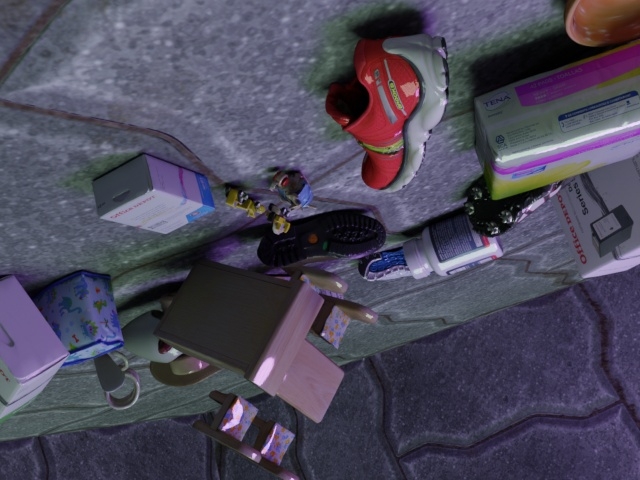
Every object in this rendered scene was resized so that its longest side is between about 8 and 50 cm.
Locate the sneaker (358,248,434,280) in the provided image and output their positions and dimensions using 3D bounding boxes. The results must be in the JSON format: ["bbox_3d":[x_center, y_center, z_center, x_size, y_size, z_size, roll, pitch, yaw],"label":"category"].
[{"bbox_3d":[0.174,0.052,1.519,0.190,0.071,0.083,-6,169,-2],"label":"sneaker"}]

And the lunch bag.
[{"bbox_3d":[-0.415,0.137,1.142,0.151,0.129,0.096,-22,162,15],"label":"lunch bag"}]

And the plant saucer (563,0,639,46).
[{"bbox_3d":[0.338,-0.268,0.686,0.199,0.037,0.200,-14,162,-5],"label":"plant saucer"}]

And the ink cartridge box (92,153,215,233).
[{"bbox_3d":[-0.205,-0.055,0.852,0.088,0.052,0.122,-23,163,22],"label":"ink cartridge box"}]

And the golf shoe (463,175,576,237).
[{"bbox_3d":[0.351,-0.086,1.169,0.120,0.105,0.273,-15,165,-29],"label":"golf shoe"}]

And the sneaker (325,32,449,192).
[{"bbox_3d":[0.063,-0.144,0.780,0.118,0.107,0.279,4,158,-2],"label":"sneaker"}]

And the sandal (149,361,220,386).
[{"bbox_3d":[-0.226,0.235,1.410,0.240,0.088,0.079,-21,173,16],"label":"sandal"}]

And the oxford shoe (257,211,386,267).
[{"bbox_3d":[0.000,0.000,1.187,0.227,0.083,0.096,-6,174,-13],"label":"oxford shoe"}]

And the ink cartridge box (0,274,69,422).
[{"bbox_3d":[-0.501,0.177,1.081,0.092,0.160,0.219,-33,175,-46],"label":"ink cartridge box"}]

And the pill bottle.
[{"bbox_3d":[0.261,0.010,1.374,0.180,0.108,0.108,-21,162,18],"label":"pill bottle"}]

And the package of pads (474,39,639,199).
[{"bbox_3d":[0.322,-0.148,0.894,0.229,0.101,0.296,-18,172,10],"label":"package of pads"}]

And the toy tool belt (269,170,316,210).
[{"bbox_3d":[-0.032,-0.067,0.957,0.052,0.051,0.083,-54,163,-3],"label":"toy tool belt"}]

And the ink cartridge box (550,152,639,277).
[{"bbox_3d":[0.545,-0.072,1.210,0.114,0.198,0.273,-9,161,-20],"label":"ink cartridge box"}]

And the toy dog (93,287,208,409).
[{"bbox_3d":[-0.363,0.200,1.309,0.333,0.220,0.161,-30,-178,15],"label":"toy dog"}]

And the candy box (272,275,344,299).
[{"bbox_3d":[-0.121,0.144,1.493,0.316,0.088,0.183,1,158,-44],"label":"candy box"}]

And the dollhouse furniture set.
[{"bbox_3d":[-0.056,0.214,1.230,0.256,0.362,0.394,11,155,42],"label":"dollhouse furniture set"}]

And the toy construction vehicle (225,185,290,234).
[{"bbox_3d":[-0.088,-0.039,0.973,0.085,0.035,0.098,20,175,11],"label":"toy construction vehicle"}]
